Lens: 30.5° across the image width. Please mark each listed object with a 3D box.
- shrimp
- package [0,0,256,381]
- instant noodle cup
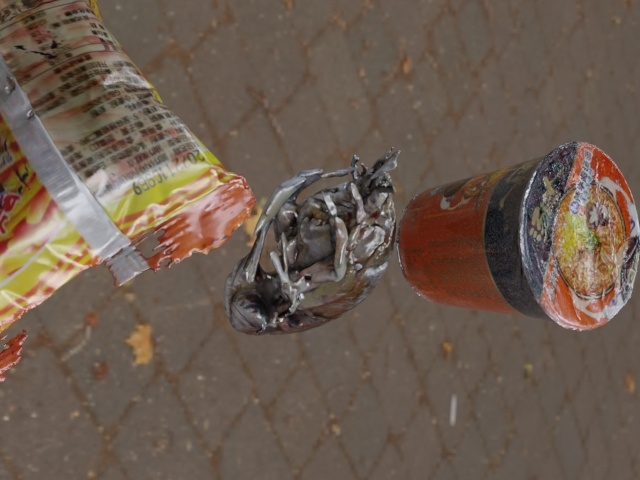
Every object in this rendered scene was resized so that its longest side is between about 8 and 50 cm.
[{"bbox_3d":[0.000,0.000,0.498,0.165,0.065,0.056,114,-25,-57],"label":"shrimp"},{"bbox_3d":[-0.208,-0.066,0.827,0.223,0.288,0.108,-37,150,-1],"label":"package"},{"bbox_3d":[0.130,0.000,0.813,0.127,0.135,0.127,3,86,-39],"label":"instant noodle cup"}]
